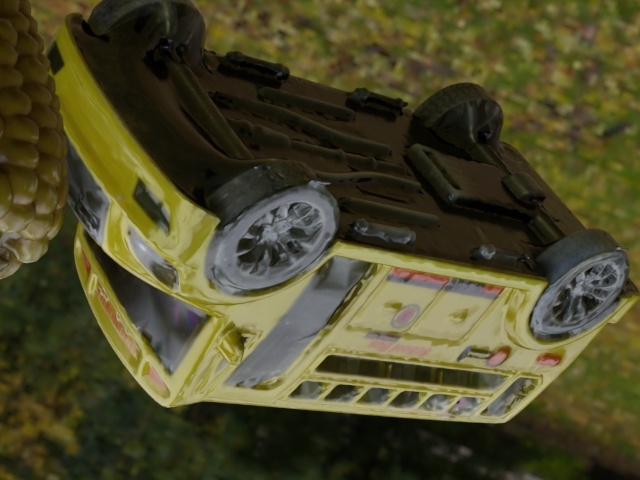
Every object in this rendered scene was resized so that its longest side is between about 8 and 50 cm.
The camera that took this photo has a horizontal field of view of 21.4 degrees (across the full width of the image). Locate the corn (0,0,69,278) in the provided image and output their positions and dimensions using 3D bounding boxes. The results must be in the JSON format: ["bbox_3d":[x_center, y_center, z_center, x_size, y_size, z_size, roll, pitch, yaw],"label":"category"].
[{"bbox_3d":[-0.131,-0.093,0.507,0.080,0.231,0.080,-14,163,-5],"label":"corn"}]

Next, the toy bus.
[{"bbox_3d":[0.000,0.000,0.807,0.330,0.152,0.144,11,-145,-46],"label":"toy bus"}]
